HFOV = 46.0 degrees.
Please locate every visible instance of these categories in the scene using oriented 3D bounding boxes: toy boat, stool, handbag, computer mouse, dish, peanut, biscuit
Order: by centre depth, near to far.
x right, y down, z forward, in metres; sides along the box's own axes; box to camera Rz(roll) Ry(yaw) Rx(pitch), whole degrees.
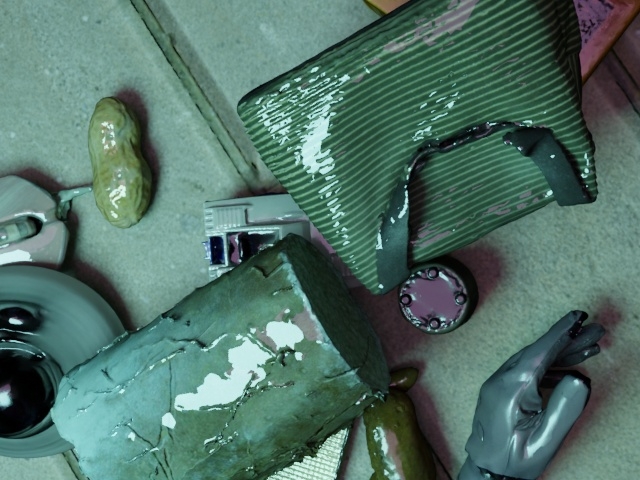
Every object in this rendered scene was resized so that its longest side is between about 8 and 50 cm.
[{"bbox_3d":[0.115,-0.112,0.763,0.340,0.247,0.240,-27,97,20],"label":"handbag"},{"bbox_3d":[0.137,0.065,0.892,0.096,0.110,0.096,0,90,14],"label":"stool"},{"bbox_3d":[0.000,0.000,0.933,0.295,0.088,0.129,-4,92,5],"label":"toy boat"},{"bbox_3d":[-0.389,0.179,0.961,0.273,0.134,0.274,-1,106,-4],"label":"dish"},{"bbox_3d":[-0.021,0.250,0.974,0.121,0.040,0.200,17,96,15],"label":"biscuit"},{"bbox_3d":[-0.263,-0.103,0.993,0.080,0.080,0.175,-8,91,13],"label":"peanut"},{"bbox_3d":[-0.480,0.022,1.033,0.388,0.115,0.200,-25,90,14],"label":"computer mouse"}]

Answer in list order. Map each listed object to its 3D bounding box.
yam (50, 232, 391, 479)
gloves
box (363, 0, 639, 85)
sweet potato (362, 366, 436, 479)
[{"bbox_3d":[-0.104,0.159,0.859,0.348,0.241,0.241,-34,85,20],"label":"yam"},{"bbox_3d":[0.238,0.208,0.870,0.119,0.142,0.286,25,98,-18],"label":"gloves"},{"bbox_3d":[0.206,-0.276,0.878,0.274,0.076,0.174,38,102,9],"label":"box"},{"bbox_3d":[0.076,0.308,0.926,0.124,0.098,0.310,22,93,8],"label":"sweet potato"}]
